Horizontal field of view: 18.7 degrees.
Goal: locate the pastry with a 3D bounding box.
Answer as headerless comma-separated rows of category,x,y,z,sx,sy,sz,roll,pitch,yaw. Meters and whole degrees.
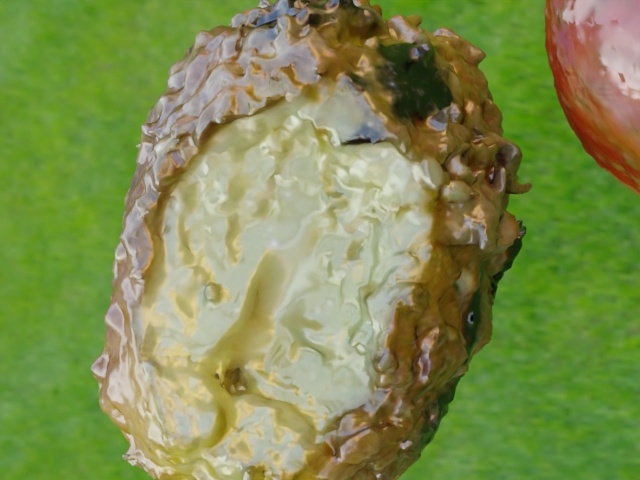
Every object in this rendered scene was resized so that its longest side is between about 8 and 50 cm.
pastry,0.000,0.007,1.452,0.337,0.292,0.405,-46,-31,-78

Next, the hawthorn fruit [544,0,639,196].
hawthorn fruit,0.239,-0.128,1.007,0.300,0.275,0.275,17,99,23
